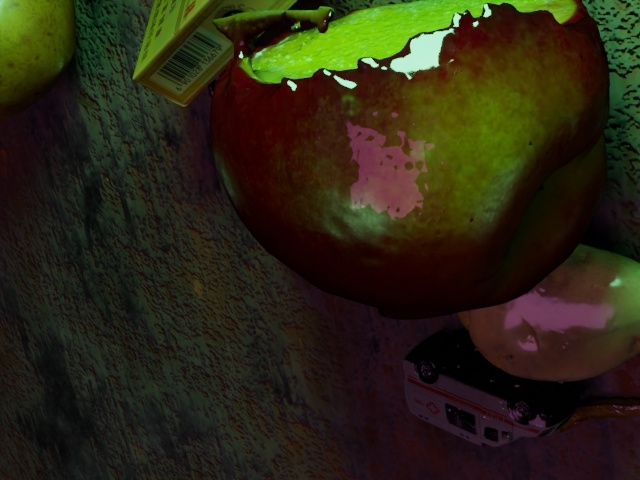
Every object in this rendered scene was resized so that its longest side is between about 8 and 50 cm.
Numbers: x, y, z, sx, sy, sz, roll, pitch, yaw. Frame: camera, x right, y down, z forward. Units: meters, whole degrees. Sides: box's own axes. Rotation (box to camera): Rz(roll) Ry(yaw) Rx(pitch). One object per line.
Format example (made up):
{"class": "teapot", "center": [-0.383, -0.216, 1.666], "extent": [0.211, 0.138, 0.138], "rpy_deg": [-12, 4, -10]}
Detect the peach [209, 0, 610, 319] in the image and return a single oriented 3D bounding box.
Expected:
{"class": "peach", "center": [0.087, -0.082, 1.147], "extent": [0.405, 0.335, 0.310], "rpy_deg": [3, 108, 36]}

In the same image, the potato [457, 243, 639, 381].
{"class": "potato", "center": [0.246, 0.078, 1.250], "extent": [0.234, 0.128, 0.161], "rpy_deg": [16, 127, 27]}

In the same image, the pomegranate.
{"class": "pomegranate", "center": [-0.441, -0.282, 1.537], "extent": [0.264, 0.264, 0.264], "rpy_deg": [19, 123, 31]}

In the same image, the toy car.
{"class": "toy car", "center": [0.195, 0.182, 1.370], "extent": [0.209, 0.089, 0.108], "rpy_deg": [19, 124, 36]}

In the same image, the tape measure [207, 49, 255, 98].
{"class": "tape measure", "center": [-0.091, -0.184, 1.438], "extent": [0.094, 0.054, 0.091], "rpy_deg": [50, 133, -2]}

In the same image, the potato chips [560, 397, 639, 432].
{"class": "potato chips", "center": [0.342, 0.186, 1.300], "extent": [0.204, 0.026, 0.037], "rpy_deg": [-14, 105, 42]}

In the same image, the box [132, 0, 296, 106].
{"class": "box", "center": [-0.093, -0.288, 1.300], "extent": [0.076, 0.174, 0.274], "rpy_deg": [26, 142, -26]}
